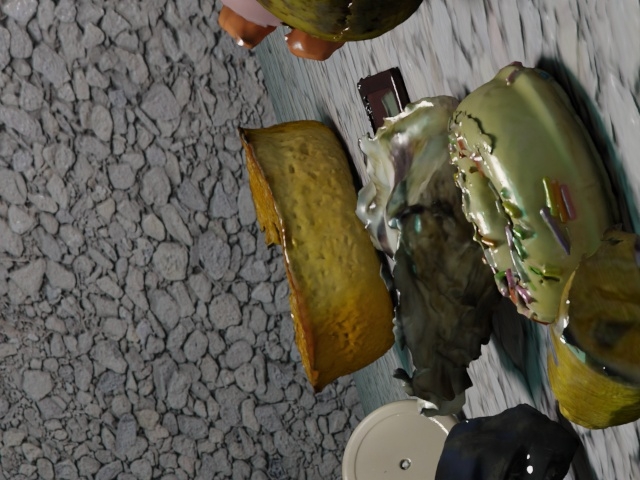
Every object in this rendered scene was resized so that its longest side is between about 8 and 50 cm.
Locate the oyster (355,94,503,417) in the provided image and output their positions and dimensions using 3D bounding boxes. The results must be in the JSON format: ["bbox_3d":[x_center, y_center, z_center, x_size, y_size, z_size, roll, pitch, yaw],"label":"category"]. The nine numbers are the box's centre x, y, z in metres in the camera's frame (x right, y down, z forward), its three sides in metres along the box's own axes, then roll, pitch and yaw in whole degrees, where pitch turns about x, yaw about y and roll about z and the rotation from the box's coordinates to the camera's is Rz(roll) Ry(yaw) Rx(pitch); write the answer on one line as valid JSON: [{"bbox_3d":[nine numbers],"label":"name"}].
[{"bbox_3d":[0.099,0.015,1.116,0.351,0.114,0.238,82,178,-45],"label":"oyster"}]

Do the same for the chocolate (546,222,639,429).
[{"bbox_3d":[0.164,0.072,0.713,0.219,0.085,0.086,75,175,-68],"label":"chocolate"}]

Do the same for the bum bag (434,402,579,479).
[{"bbox_3d":[0.109,0.277,1.035,0.074,0.310,0.137,35,165,-32],"label":"bum bag"}]

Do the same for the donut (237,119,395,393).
[{"bbox_3d":[0.000,0.000,1.993,0.378,0.163,0.435,84,169,-66],"label":"donut"}]

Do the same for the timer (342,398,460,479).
[{"bbox_3d":[0.154,0.334,1.708,0.266,0.175,0.175,47,-161,-58],"label":"timer"}]

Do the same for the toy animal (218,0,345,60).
[{"bbox_3d":[-0.035,-0.305,1.149,0.281,0.195,0.169,71,-142,-60],"label":"toy animal"}]

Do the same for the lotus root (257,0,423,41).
[{"bbox_3d":[-0.010,-0.274,0.791,0.196,0.179,0.397,44,169,28],"label":"lotus root"}]

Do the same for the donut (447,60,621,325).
[{"bbox_3d":[0.129,-0.025,0.783,0.174,0.068,0.175,162,90,-85],"label":"donut"}]

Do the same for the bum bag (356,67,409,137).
[{"bbox_3d":[0.078,-0.128,1.336,0.159,0.026,0.109,-169,60,-79],"label":"bum bag"}]
